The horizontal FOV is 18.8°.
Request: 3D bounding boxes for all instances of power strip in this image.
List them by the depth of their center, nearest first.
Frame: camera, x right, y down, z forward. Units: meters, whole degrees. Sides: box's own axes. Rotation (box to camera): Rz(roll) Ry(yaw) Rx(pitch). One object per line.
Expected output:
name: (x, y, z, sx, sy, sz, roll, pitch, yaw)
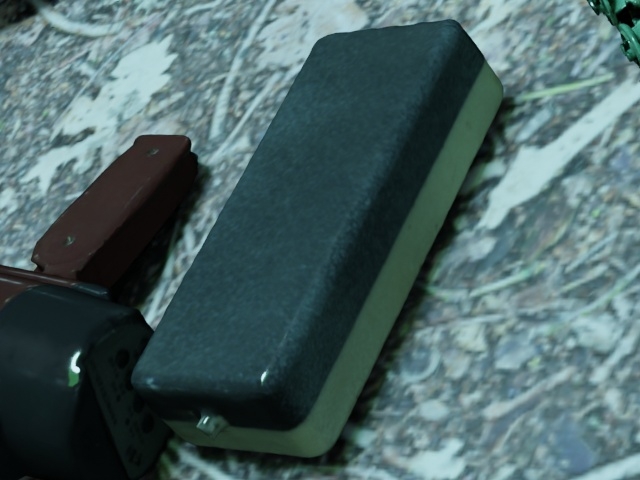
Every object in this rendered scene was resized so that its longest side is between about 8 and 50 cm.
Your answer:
power strip: (0.000, 0.000, 1.004, 0.105, 0.070, 0.257, -1, 50, 43)

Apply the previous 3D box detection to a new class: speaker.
speaker: (-0.208, 0.049, 1.114, 0.329, 0.198, 0.259, 8, 16, 28)

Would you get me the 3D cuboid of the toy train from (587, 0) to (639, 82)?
toy train: (0.168, -0.100, 0.959, 0.038, 0.071, 0.148, -33, 38, 13)
